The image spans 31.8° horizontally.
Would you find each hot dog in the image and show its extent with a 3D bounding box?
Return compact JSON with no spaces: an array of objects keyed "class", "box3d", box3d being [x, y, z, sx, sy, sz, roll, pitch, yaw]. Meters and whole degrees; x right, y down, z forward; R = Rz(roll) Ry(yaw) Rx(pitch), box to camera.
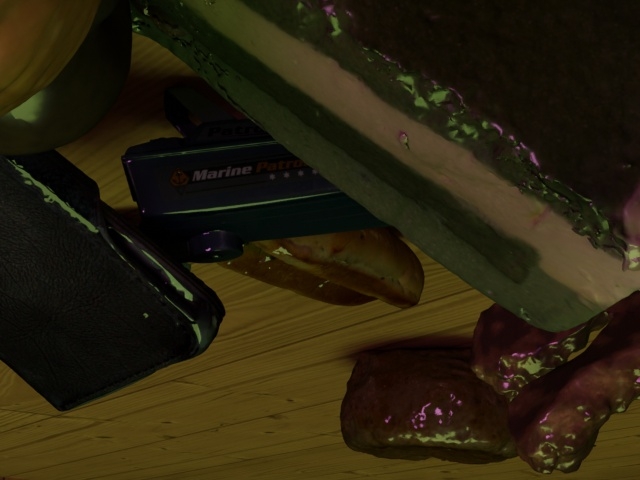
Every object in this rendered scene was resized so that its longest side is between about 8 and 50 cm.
[{"class":"hot dog","box3d":[0.000,0.000,0.828,0.104,0.076,0.250,-2,164,31]}]

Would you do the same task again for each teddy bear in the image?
[{"class":"teddy bear","box3d":[0.293,0.085,0.861,0.296,0.246,0.222,-41,114,11]}]

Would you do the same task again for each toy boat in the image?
[{"class":"toy boat","box3d":[-0.003,-0.047,0.683,0.246,0.103,0.093,-8,167,-6]}]

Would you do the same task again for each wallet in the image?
[{"class":"wallet","box3d":[-0.207,-0.024,0.624,0.172,0.045,0.318,-24,122,41]}]

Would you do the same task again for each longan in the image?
[{"class":"longan","box3d":[-0.130,-0.093,0.512,0.106,0.106,0.119,18,147,-41]}]

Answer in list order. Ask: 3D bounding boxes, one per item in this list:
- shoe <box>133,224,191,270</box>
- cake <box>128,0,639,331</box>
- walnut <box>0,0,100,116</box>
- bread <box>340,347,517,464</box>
[{"class":"shoe","box3d":[-0.179,0.013,0.902,0.143,0.063,0.071,1,180,15]},{"class":"cake","box3d":[0.038,-0.057,0.521,0.284,0.172,0.158,6,158,-11]},{"class":"walnut","box3d":[-0.170,-0.109,0.389,0.197,0.165,0.165,-12,159,11]},{"class":"bread","box3d":[0.132,0.193,1.312,0.230,0.122,0.230,3,166,1]}]
